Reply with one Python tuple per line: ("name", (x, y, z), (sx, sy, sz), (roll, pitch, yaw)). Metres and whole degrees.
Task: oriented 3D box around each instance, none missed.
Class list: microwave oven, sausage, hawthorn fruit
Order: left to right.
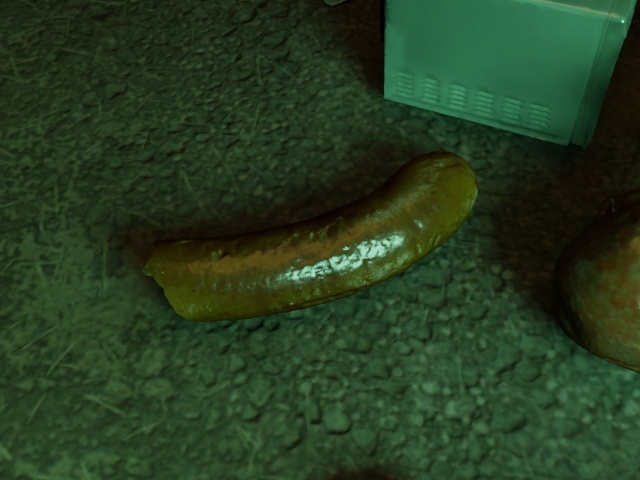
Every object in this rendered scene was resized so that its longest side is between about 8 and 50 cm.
("sausage", (0.003, 0.004, 0.729), (0.302, 0.076, 0.103), (-17, 57, -9))
("microwave oven", (0.205, -0.262, 0.840), (0.237, 0.181, 0.295), (16, 58, 15))
("hawthorn fruit", (0.257, 0.052, 0.656), (0.149, 0.149, 0.189), (-18, 72, -10))

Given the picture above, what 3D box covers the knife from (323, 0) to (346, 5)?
("knife", (0.084, -0.358, 1.006), (0.063, 0.034, 0.260), (24, 66, 10))
